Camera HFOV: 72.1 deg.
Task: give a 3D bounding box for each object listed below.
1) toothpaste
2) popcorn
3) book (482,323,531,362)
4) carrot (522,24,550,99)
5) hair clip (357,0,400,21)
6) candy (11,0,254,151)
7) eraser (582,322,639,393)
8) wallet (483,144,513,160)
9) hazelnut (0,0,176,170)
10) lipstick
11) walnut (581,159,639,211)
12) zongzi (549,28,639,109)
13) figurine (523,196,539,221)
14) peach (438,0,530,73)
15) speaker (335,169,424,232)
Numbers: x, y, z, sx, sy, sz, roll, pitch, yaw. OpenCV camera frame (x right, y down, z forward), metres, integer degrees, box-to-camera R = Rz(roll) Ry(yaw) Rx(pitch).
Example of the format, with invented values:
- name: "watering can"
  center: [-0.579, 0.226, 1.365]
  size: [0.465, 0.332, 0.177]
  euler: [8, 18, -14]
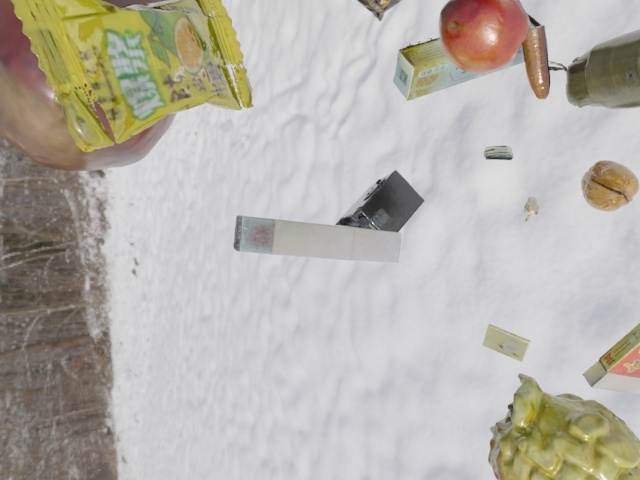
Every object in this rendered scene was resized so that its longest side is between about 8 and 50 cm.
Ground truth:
- name: "toothpaste"
  center: [0.305, -0.384, 0.910]
  size: [0.089, 0.313, 0.071]
  euler: [90, 155, -59]
- name: "popcorn"
  center: [0.349, 0.313, 0.652]
  size: [0.217, 0.181, 0.235]
  euler: [39, 165, 16]
- name: "book"
  center: [0.498, 0.277, 1.181]
  size: [0.111, 0.014, 0.077]
  euler: [22, 128, 29]
- name: "carrot"
  center: [0.425, -0.345, 0.863]
  size: [0.048, 0.048, 0.139]
  euler: [17, 127, 64]
- name: "hair clip"
  center: [0.022, -0.593, 0.990]
  size: [0.096, 0.359, 0.110]
  euler: [-178, 100, -68]
- name: "candy"
  center: [-0.196, -0.230, 0.539]
  size: [0.081, 0.297, 0.187]
  euler: [-3, 114, 37]
- name: "eraser"
  center: [0.651, 0.219, 0.855]
  size: [0.038, 0.158, 0.230]
  euler: [-96, 21, -50]
- name: "wallet"
  center: [0.722, -0.358, 1.785]
  size: [0.155, 0.111, 0.039]
  euler: [-47, -44, -61]
- name: "hazelnut"
  center: [-0.384, -0.284, 0.705]
  size: [0.366, 0.366, 0.365]
  euler: [-178, 90, -64]
- name: "lipstick"
  center: [0.000, 0.000, 0.982]
  size: [0.076, 0.372, 0.079]
  euler: [-171, 85, -69]
- name: "walnut"
  center: [0.869, -0.161, 1.327]
  size: [0.180, 0.144, 0.144]
  euler: [-78, 5, -61]
- name: "zongzi"
  center: [0.816, -0.425, 1.081]
  size: [0.447, 0.419, 0.181]
  euler: [-146, 47, -73]
- name: "figurine"
  center: [0.733, -0.111, 1.542]
  size: [0.050, 0.047, 0.083]
  euler: [115, 180, -55]
- name: "peach"
  center: [0.193, -0.258, 0.534]
  size: [0.101, 0.101, 0.100]
  euler: [-178, 90, -64]
- name: "speaker"
  center: [0.220, -0.107, 1.698]
  size: [0.254, 0.184, 0.232]
  euler: [-47, 6, -18]
